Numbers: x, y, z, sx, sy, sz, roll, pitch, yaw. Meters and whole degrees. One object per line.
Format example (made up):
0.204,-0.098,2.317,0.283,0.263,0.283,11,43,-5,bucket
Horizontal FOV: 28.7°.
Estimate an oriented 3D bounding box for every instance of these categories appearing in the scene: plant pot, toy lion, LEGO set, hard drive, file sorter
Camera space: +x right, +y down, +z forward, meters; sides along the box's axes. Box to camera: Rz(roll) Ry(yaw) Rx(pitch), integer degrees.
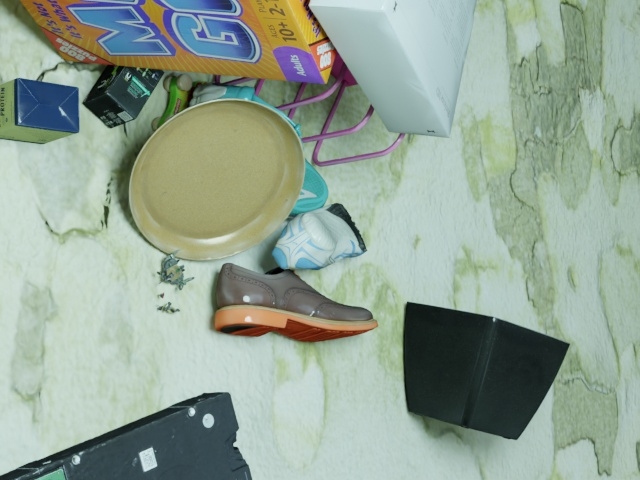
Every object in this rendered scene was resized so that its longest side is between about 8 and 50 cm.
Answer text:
0.234,0.202,1.898,0.187,0.188,0.167,20,83,-40,plant pot
-0.172,-0.172,1.674,0.096,0.034,0.100,34,62,-43,toy lion
-0.195,0.052,1.624,0.054,0.023,0.083,32,76,-33,LEGO set
-0.224,0.345,1.517,0.339,0.064,0.237,-19,96,-44,hard drive
-0.135,-0.082,1.609,0.236,0.032,0.236,-13,126,-18,plant pot
-0.017,-0.253,1.716,0.290,0.202,0.182,38,63,-33,file sorter

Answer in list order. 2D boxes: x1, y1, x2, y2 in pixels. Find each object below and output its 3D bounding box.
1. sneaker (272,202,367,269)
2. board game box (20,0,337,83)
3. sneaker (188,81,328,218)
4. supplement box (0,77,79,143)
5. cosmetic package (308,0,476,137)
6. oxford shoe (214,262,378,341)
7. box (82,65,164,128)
0.000,0.000,1.752,0.085,0.086,0.237,62,19,9,sneaker
-0.155,-0.434,1.420,0.356,0.356,0.356,60,41,-60,board game box
-0.067,-0.116,1.696,0.275,0.110,0.107,43,55,-44,sneaker
-0.341,-0.151,1.473,0.083,0.083,0.056,5,80,-42,supplement box
0.107,-0.324,1.519,0.377,0.097,0.284,46,52,-66,cosmetic package
-0.026,0.084,1.725,0.271,0.097,0.098,11,69,-42,oxford shoe
-0.248,-0.193,1.581,0.052,0.062,0.083,43,56,-28,box
